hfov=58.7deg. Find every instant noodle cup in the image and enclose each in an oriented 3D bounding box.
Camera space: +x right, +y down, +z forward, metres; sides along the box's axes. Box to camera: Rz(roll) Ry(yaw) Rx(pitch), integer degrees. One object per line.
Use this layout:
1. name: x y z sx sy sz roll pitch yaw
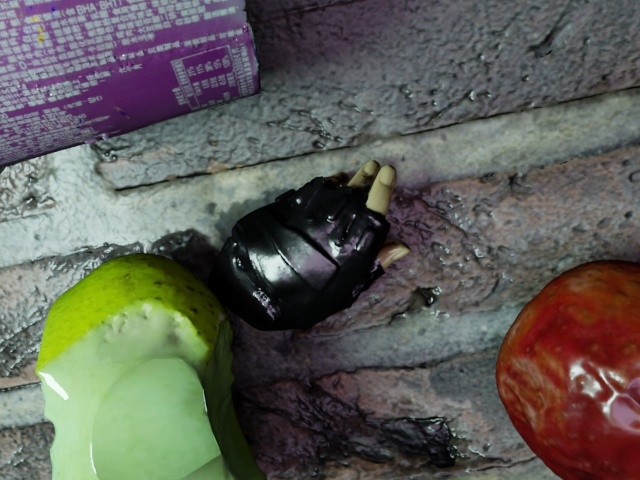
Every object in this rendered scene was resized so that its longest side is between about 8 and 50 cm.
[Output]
1. instant noodle cup: -0.195 -0.229 0.456 0.266 0.340 0.340 -11 100 -3

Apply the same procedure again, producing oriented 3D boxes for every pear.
1. pear: -0.158 0.154 0.571 0.176 0.286 0.282 -10 76 -13

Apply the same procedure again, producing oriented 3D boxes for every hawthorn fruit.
1. hawthorn fruit: 0.298 0.141 0.514 0.210 0.266 0.230 -7 104 -14

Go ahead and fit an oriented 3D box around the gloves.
1. gloves: 0.000 0.000 0.581 0.164 0.124 0.203 31 117 -13
